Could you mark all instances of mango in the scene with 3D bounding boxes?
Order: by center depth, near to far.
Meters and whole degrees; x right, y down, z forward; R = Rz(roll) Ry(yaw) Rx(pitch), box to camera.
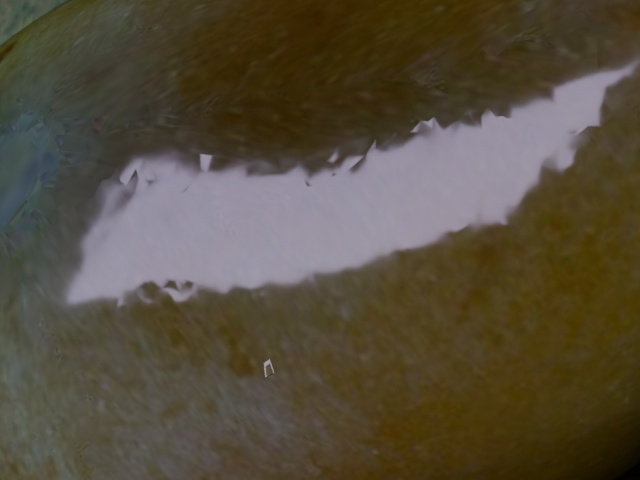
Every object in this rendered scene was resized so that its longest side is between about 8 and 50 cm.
[{"bbox_3d":[0.000,0.000,0.607,0.384,0.199,0.222,-25,60,25],"label":"mango"}]
